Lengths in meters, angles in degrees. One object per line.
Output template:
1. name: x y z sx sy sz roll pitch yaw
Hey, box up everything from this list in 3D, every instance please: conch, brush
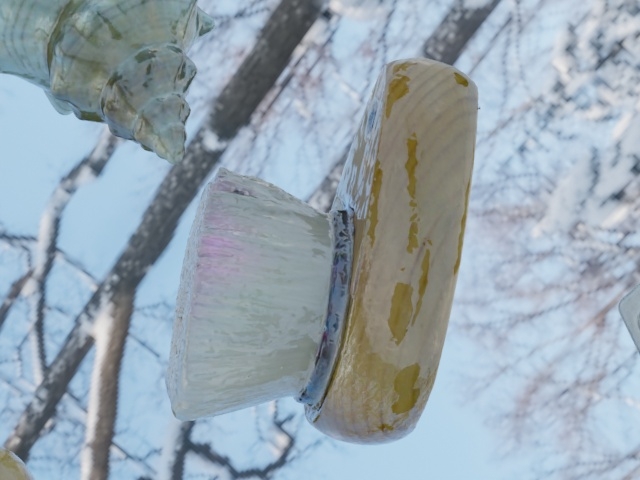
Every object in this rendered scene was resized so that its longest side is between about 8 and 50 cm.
1. conch: -0.145 -0.122 0.709 0.234 0.114 0.137 36 -160 15
2. brush: 0.000 0.000 0.874 0.166 0.266 0.174 13 -168 -8

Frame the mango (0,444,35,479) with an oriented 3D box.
1. mango: -0.479 0.399 1.523 0.232 0.300 0.445 47 -160 -13

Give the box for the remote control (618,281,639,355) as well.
1. remote control: 0.204 0.084 0.605 0.029 0.087 0.190 4 -128 -34
